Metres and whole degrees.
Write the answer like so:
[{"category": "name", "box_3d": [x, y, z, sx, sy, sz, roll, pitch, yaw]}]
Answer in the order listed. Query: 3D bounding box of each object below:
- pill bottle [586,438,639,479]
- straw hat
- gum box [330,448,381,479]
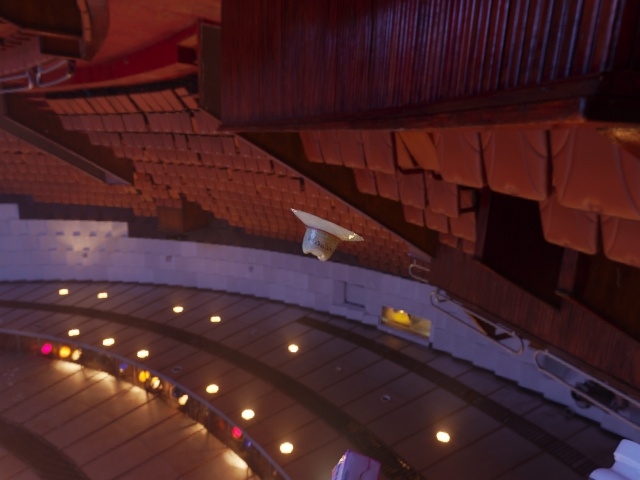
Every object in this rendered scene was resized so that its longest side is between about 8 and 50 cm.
[{"category": "pill bottle", "box_3d": [0.650, 0.635, 0.909, 0.210, 0.363, 0.210, 35, 171, 6]}, {"category": "straw hat", "box_3d": [0.000, 0.000, 0.716, 0.144, 0.061, 0.144, 22, 178, 1]}, {"category": "gum box", "box_3d": [0.036, 0.454, 0.682, 0.062, 0.107, 0.188, 21, -137, 3]}]
